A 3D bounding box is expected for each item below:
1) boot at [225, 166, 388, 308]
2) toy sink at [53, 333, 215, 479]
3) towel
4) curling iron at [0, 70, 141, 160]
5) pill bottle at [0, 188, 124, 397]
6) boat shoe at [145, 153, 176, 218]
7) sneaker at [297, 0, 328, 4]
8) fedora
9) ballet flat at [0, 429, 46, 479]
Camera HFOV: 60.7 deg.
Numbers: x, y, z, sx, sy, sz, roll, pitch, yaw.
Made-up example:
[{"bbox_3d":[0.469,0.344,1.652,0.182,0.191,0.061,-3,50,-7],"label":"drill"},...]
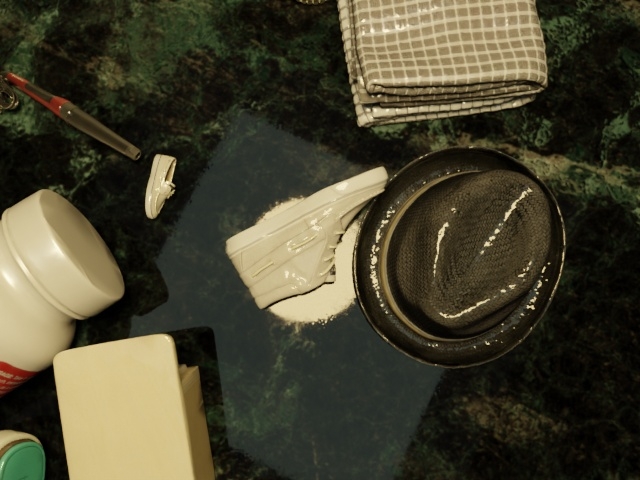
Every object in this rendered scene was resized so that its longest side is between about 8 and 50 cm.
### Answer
[{"bbox_3d":[0.000,0.000,0.792,0.259,0.095,0.123,-27,90,5],"label":"boot"},{"bbox_3d":[-0.241,0.243,0.734,0.153,0.131,0.233,-10,88,-1],"label":"toy sink"},{"bbox_3d":[0.175,-0.309,0.805,0.284,0.121,0.234,-6,82,-1],"label":"towel"},{"bbox_3d":[-0.394,-0.185,0.833,0.274,0.035,0.068,24,88,3],"label":"curling iron"},{"bbox_3d":[-0.479,0.111,0.700,0.408,0.229,0.229,-32,84,-4],"label":"pill bottle"},{"bbox_3d":[-0.237,-0.080,0.821,0.035,0.035,0.100,7,77,3],"label":"boat shoe"},{"bbox_3d":[0.014,-0.427,0.859,0.162,0.063,0.073,-20,66,-7],"label":"sneaker"},{"bbox_3d":[0.204,0.014,0.750,0.335,0.152,0.333,0,83,0],"label":"fedora"},{"bbox_3d":[-0.454,0.457,0.722,0.139,0.139,0.399,2,79,0],"label":"ballet flat"}]
